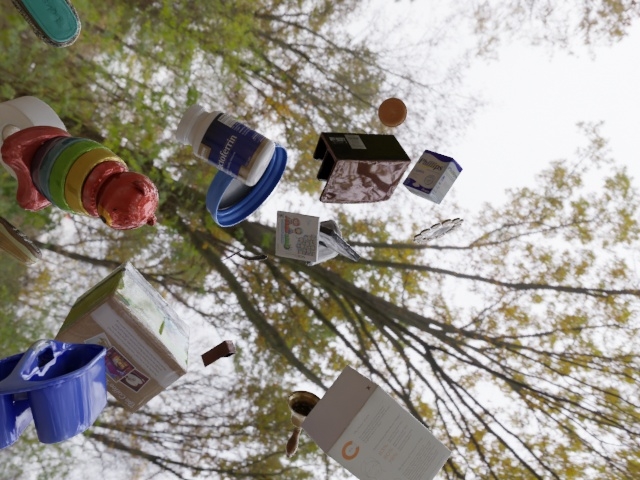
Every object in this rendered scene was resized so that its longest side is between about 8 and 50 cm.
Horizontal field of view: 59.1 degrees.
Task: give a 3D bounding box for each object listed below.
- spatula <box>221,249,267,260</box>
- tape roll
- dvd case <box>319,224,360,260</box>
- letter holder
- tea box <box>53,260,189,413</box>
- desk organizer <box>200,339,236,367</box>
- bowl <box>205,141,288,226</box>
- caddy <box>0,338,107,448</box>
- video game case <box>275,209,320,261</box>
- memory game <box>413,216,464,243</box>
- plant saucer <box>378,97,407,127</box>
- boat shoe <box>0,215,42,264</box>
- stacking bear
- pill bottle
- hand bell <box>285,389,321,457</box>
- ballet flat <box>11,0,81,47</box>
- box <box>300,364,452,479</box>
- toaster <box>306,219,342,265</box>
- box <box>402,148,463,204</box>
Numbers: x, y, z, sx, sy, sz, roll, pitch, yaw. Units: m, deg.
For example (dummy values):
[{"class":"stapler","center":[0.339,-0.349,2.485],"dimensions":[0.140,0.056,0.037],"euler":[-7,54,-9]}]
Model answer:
[{"class":"spatula","center":[-0.329,0.071,2.481],"dimensions":[0.296,0.030,0.084],"euler":[3,-153,44]},{"class":"tape roll","center":[-0.962,-0.327,1.869],"dimensions":[0.286,0.286,0.100],"euler":[-33,-172,39]},{"class":"dvd case","center":[0.015,-0.011,2.023],"dimensions":[0.238,0.179,0.030],"euler":[23,-104,48]},{"class":"letter holder","center":[0.129,-0.252,2.008],"dimensions":[0.152,0.301,0.215],"euler":[64,-35,36]},{"class":"tea box","center":[-0.595,0.291,1.759],"dimensions":[0.220,0.329,0.323],"euler":[-37,-159,2]},{"class":"desk organizer","center":[-0.373,0.416,2.068],"dimensions":[0.130,0.047,0.050],"euler":[-33,-114,21]},{"class":"bowl","center":[-0.285,-0.226,2.176],"dimensions":[0.077,0.391,0.391],"euler":[40,-74,13]},{"class":"caddy","center":[-0.594,0.302,1.205],"dimensions":[0.341,0.241,0.179],"euler":[-158,-116,-82]},{"class":"video game case","center":[-0.075,-0.013,1.822],"dimensions":[0.019,0.143,0.157],"euler":[-53,149,-62]},{"class":"memory game","center":[0.400,-0.034,1.917],"dimensions":[0.186,0.186,0.012],"euler":[-35,-113,38]},{"class":"plant saucer","center":[0.204,-0.362,1.599],"dimensions":[0.084,0.083,0.013],"euler":[-56,173,13]},{"class":"boat shoe","center":[-0.567,-0.009,0.968],"dimensions":[0.072,0.190,0.068],"euler":[-51,172,-15]},{"class":"stacking bear","center":[-0.447,-0.110,1.111],"dimensions":[0.164,0.288,0.176],"euler":[-46,151,-43]},{"class":"pill bottle","center":[-0.280,-0.286,1.661],"dimensions":[0.153,0.264,0.153],"euler":[-61,-179,1]},{"class":"hand bell","center":[-0.080,0.638,1.897],"dimensions":[0.126,0.126,0.242],"euler":[-125,-133,-55]},{"class":"ballet flat","center":[-0.781,-0.707,1.392],"dimensions":[0.164,0.483,0.182],"euler":[-43,-134,-21]},{"class":"box","center":[0.153,0.539,1.531],"dimensions":[0.215,0.345,0.168],"euler":[-50,-155,-12]},{"class":"toaster","center":[0.000,0.000,2.375],"dimensions":[0.227,0.146,0.129],"euler":[99,-29,-53]},{"class":"box","center":[0.346,-0.198,1.746],"dimensions":[0.137,0.072,0.126],"euler":[-56,-140,-2]}]
